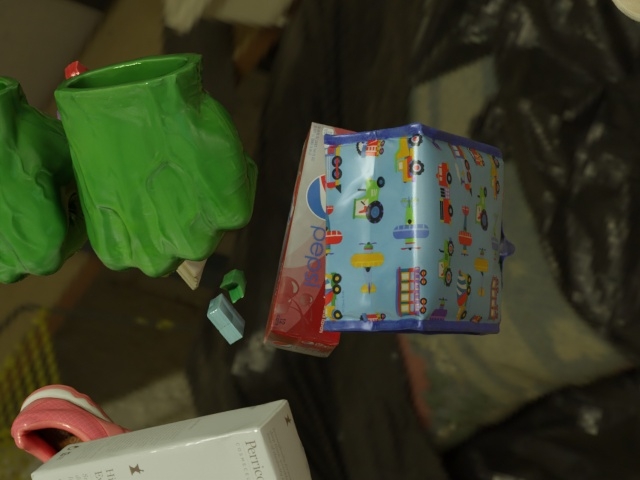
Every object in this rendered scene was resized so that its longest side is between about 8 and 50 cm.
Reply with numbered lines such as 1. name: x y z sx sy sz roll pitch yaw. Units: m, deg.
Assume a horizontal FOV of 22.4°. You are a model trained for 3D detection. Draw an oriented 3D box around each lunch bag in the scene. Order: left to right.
1. lunch bag: 0.142 -0.004 1.840 0.138 0.293 0.220 -3 84 38

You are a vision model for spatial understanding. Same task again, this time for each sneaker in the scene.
1. sneaker: -0.256 0.294 2.055 0.136 0.314 0.115 -44 -23 -79

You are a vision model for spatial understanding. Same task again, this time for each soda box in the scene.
1. soda box: 0.000 0.000 1.918 0.092 0.084 0.263 118 163 -73

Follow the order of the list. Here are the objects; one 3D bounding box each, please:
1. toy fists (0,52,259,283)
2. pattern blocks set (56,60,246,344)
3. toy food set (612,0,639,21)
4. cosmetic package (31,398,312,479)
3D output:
1. toy fists: -0.170 -0.046 1.127 0.279 0.142 0.096 -3 21 27
2. pattern blocks set: -0.184 -0.041 1.832 0.026 0.325 0.285 -34 26 14
3. toy food set: 0.359 -0.389 1.578 0.092 0.220 0.306 14 125 67
4. cosmetic package: -0.129 0.228 1.453 0.085 0.231 0.117 -39 -67 -68
